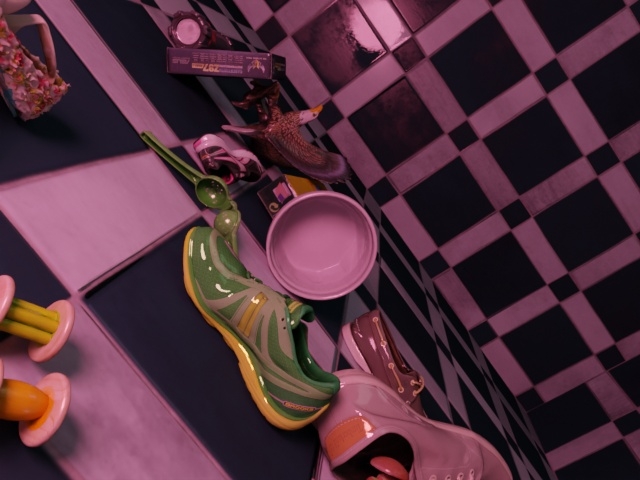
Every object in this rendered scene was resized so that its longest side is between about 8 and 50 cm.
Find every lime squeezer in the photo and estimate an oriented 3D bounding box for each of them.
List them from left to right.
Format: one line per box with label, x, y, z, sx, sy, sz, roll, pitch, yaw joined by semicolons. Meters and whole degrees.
lime squeezer;-0.172;-0.050;0.843;0.310;0.059;0.110;60;14;12

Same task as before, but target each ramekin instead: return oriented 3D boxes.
ramekin;0.000;0.000;1.008;0.207;0.207;0.109;52;6;-15

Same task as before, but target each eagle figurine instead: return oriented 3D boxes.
eagle figurine;-0.075;-0.253;1.304;0.298;0.225;0.226;61;28;-28

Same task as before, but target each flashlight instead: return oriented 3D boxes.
flashlight;-0.312;-0.542;1.412;0.304;0.103;0.103;-77;162;-76

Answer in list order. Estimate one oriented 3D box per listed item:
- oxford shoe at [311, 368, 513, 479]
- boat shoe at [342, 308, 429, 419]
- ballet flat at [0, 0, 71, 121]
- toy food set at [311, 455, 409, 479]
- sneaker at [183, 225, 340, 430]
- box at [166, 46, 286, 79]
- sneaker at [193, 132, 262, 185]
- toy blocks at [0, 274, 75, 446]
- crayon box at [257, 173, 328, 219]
oxford shoe;0.154;0.351;0.805;0.449;0.169;0.130;39;18;-30
boat shoe;0.158;0.289;1.088;0.305;0.091;0.109;59;15;14
ballet flat;-0.310;-0.214;0.504;0.091;0.077;0.241;54;-20;14
toy food set;0.107;0.314;0.630;0.217;0.071;0.128;24;-13;-2
sneaker;-0.074;0.099;0.695;0.295;0.123;0.109;56;15;5
box;-0.207;-0.402;1.197;0.183;0.232;0.059;-71;165;-73
sneaker;-0.179;-0.137;1.026;0.178;0.072;0.077;17;53;-56
toy blocks;-0.246;0.066;0.351;0.148;0.054;0.123;40;22;-46
crayon box;-0.012;-0.044;1.245;0.202;0.081;0.318;58;16;7
